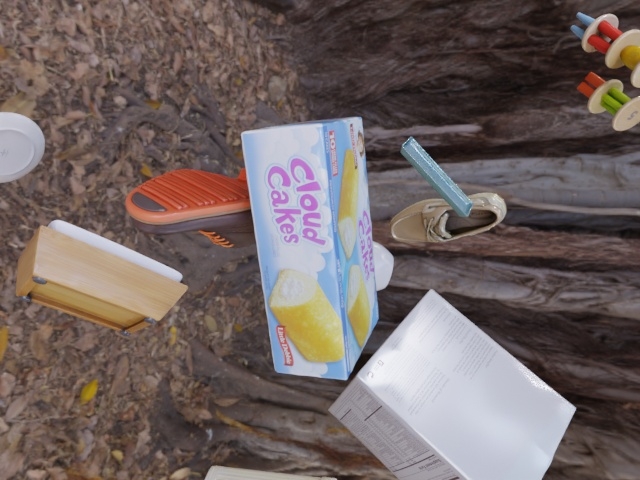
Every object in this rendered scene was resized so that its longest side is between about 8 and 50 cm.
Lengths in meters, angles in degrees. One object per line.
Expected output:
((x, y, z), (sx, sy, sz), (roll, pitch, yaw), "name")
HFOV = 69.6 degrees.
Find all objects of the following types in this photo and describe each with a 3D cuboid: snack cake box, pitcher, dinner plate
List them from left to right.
((-0.555, -0.158, 0.809), (0.141, 0.017, 0.141), (-40, 154, -24), "dinner plate")
((0.000, 0.000, 0.525), (0.152, 0.089, 0.264), (-39, 126, -63), "snack cake box")
((0.071, 0.024, 1.105), (0.125, 0.207, 0.178), (143, -37, -82), "pitcher")

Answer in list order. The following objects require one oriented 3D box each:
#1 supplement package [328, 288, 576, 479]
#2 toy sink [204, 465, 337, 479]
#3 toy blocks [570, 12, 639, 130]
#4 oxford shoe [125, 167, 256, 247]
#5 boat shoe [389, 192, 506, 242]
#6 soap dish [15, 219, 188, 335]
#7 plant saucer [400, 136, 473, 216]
((0.187, 0.262, 0.712), (0.199, 0.262, 0.198), (-40, 163, -31), "supplement package")
((-0.029, 0.346, 0.485), (0.131, 0.234, 0.153), (65, 31, -34), "toy sink")
((0.399, -0.244, 0.647), (0.123, 0.054, 0.148), (79, -8, -50), "toy blocks")
((-0.113, -0.027, 0.555), (0.271, 0.097, 0.098), (-16, 131, -57), "oxford shoe")
((0.304, -0.046, 1.158), (0.098, 0.302, 0.109), (-39, 114, -55), "boat shoe")
((-0.455, 0.091, 0.942), (0.291, 0.229, 0.118), (29, 55, -30), "soap dish")
((0.234, -0.127, 0.932), (0.018, 0.192, 0.067), (-43, -178, 39), "plant saucer")
